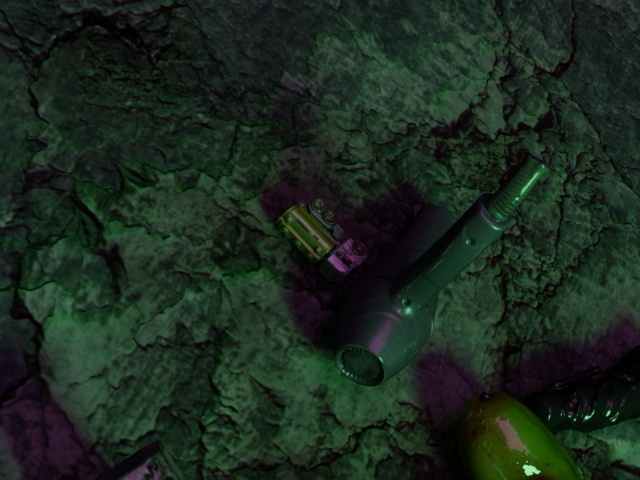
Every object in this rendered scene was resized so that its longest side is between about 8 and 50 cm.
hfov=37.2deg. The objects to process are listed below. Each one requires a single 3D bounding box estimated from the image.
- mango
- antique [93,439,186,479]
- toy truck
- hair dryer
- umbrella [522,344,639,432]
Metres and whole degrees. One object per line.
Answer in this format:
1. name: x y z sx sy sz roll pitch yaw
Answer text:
1. mango: 0.256 0.295 1.205 0.125 0.111 0.233 -35 105 1
2. antique: -0.191 0.270 0.940 0.086 0.183 0.088 -31 81 -35
3. toy truck: 0.000 0.000 1.257 0.123 0.052 0.063 46 58 2
4. hair dryer: 0.164 0.002 1.160 0.121 0.361 0.301 38 47 -5
5. umbrella: 0.430 0.208 1.337 0.357 0.113 0.106 -3 89 -28
